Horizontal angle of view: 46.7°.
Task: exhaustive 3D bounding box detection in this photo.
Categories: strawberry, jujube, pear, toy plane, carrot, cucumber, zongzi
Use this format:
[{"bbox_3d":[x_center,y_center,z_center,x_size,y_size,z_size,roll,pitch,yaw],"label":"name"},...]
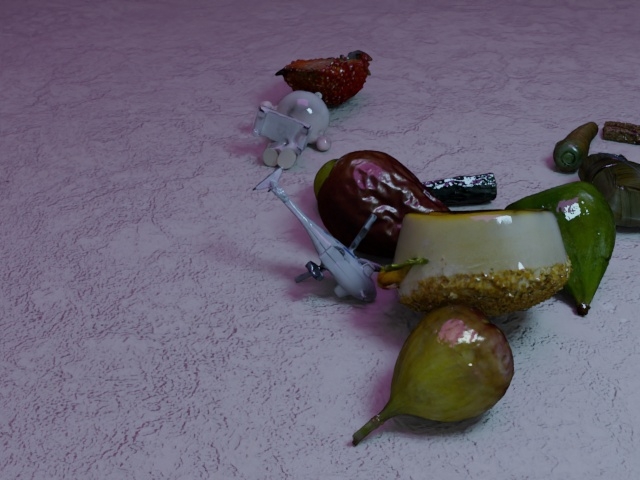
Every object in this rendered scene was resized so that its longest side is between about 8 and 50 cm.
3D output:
[{"bbox_3d":[-0.001,-0.412,1.949,0.233,0.137,0.306,1,21,26],"label":"strawberry"},{"bbox_3d":[0.121,-0.057,1.384,0.255,0.190,0.190,26,40,14],"label":"jujube"},{"bbox_3d":[0.039,-0.113,1.534,0.107,0.107,0.131,10,41,14],"label":"pear"},{"bbox_3d":[0.007,-0.008,1.278,0.182,0.273,0.107,-23,12,11],"label":"toy plane"},{"bbox_3d":[0.623,-0.238,1.776,0.078,0.078,0.298,18,32,25],"label":"carrot"},{"bbox_3d":[0.260,-0.098,1.562,0.211,0.062,0.078,-10,0,-5],"label":"cucumber"},{"bbox_3d":[0.670,-0.103,1.528,0.242,0.112,0.221,7,32,-4],"label":"zongzi"}]

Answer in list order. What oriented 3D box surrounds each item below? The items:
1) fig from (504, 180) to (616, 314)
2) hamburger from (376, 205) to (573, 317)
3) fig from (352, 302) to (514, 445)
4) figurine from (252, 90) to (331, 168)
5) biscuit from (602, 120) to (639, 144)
[{"bbox_3d":[0.440,0.020,1.323,0.203,0.203,0.235,-12,75,-18],"label":"fig"},{"bbox_3d":[0.251,0.039,1.194,0.294,0.179,0.276,-2,0,32],"label":"hamburger"},{"bbox_3d":[0.145,0.204,1.047,0.257,0.159,0.159,-36,44,-13],"label":"fig"},{"bbox_3d":[-0.064,-0.286,1.768,0.182,0.144,0.256,5,30,13],"label":"figurine"},{"bbox_3d":[0.798,-0.258,1.825,0.199,0.034,0.064,11,36,16],"label":"biscuit"}]
